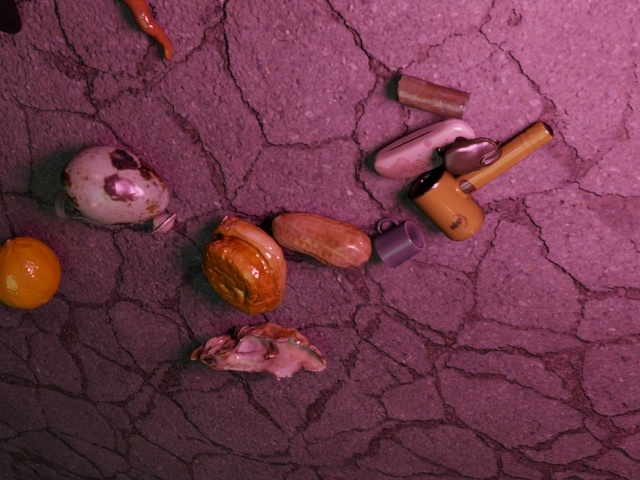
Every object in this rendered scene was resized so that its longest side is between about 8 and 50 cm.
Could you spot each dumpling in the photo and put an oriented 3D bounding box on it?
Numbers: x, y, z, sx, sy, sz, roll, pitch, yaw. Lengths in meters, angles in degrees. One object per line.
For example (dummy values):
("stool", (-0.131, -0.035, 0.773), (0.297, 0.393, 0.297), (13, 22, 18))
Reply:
("dumpling", (-0.372, -0.036, 1.532), (0.077, 0.059, 0.043), (-2, 116, 17))

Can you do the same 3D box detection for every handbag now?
("handbag", (0.263, -0.148, 1.146), (0.111, 0.047, 0.072), (-15, 116, 5))

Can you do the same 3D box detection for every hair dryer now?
("hair dryer", (0.309, -0.116, 1.214), (0.135, 0.090, 0.279), (44, 122, -16))

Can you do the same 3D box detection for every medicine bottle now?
("medicine bottle", (-0.540, -0.079, 1.545), (0.140, 0.079, 0.079), (10, 130, 12))

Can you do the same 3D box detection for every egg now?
("egg", (-0.441, -0.115, 1.423), (0.231, 0.169, 0.169), (18, 131, -3))

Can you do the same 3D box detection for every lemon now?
("lemon", (-0.763, 0.079, 1.690), (0.178, 0.178, 0.203), (5, 130, 17))

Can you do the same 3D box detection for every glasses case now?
("glasses case", (0.189, -0.165, 1.218), (0.204, 0.051, 0.081), (-22, 138, 40))

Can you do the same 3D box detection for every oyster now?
("oyster", (-0.159, 0.273, 1.672), (0.341, 0.110, 0.166), (-10, 129, 23))

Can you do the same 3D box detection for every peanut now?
("peanut", (0.000, 0.000, 1.402), (0.226, 0.095, 0.108), (17, 142, 9))

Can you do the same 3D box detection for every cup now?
("cup", (0.160, -0.004, 1.363), (0.077, 0.078, 0.100), (-32, 81, 31))

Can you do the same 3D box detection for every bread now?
("bread", (-0.166, 0.065, 1.478), (0.198, 0.120, 0.236), (30, 143, 22))

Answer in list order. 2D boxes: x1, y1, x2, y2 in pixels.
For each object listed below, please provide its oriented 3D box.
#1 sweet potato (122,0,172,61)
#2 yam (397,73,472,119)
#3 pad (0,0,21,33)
("sweet potato", (-0.329, -0.415, 1.226), (0.044, 0.044, 0.179), (-21, 117, 32))
("yam", (0.198, -0.251, 1.159), (0.132, 0.054, 0.054), (17, 131, 6))
("pad", (-0.724, -0.595, 1.239), (0.315, 0.063, 0.375), (17, 141, 5))
